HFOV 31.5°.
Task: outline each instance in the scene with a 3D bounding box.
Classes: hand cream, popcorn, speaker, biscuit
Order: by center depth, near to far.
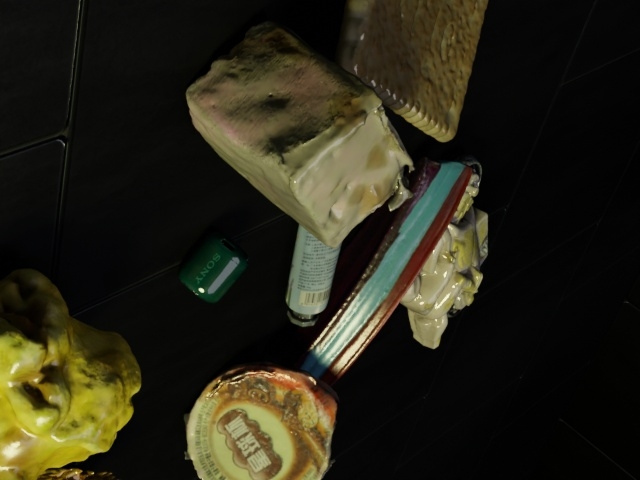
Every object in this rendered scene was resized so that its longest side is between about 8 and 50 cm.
[{"bbox_3d":[-0.286,0.130,1.076,0.200,0.225,0.203,-108,-169,-82],"label":"popcorn"},{"bbox_3d":[0.108,-0.245,1.277,0.325,0.044,0.217,15,89,-63],"label":"biscuit"},{"bbox_3d":[-0.118,0.036,1.323,0.075,0.060,0.094,-50,155,1],"label":"speaker"},{"bbox_3d":[0.000,0.000,1.482,0.091,0.058,0.271,-17,136,-32],"label":"hand cream"}]

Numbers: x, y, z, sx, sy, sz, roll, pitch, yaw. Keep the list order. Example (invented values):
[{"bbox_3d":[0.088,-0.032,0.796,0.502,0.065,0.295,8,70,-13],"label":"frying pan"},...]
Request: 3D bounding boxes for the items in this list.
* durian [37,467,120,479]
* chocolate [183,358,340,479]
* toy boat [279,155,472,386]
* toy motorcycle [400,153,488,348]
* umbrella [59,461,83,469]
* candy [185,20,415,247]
[{"bbox_3d":[-0.368,0.346,1.267,0.305,0.185,0.196,-27,130,-7],"label":"durian"},{"bbox_3d":[-0.076,0.260,1.589,0.221,0.221,0.147,-52,178,3],"label":"chocolate"},{"bbox_3d":[0.075,0.042,1.600,0.079,0.136,0.392,28,101,-32],"label":"toy boat"},{"bbox_3d":[0.181,0.037,1.755,0.223,0.107,0.341,-47,149,-29],"label":"toy motorcycle"},{"bbox_3d":[-0.313,0.239,1.300,0.037,0.040,0.144,-35,151,-6],"label":"umbrella"},{"bbox_3d":[-0.016,-0.104,1.153,0.137,0.195,0.185,-48,153,-6],"label":"candy"}]
